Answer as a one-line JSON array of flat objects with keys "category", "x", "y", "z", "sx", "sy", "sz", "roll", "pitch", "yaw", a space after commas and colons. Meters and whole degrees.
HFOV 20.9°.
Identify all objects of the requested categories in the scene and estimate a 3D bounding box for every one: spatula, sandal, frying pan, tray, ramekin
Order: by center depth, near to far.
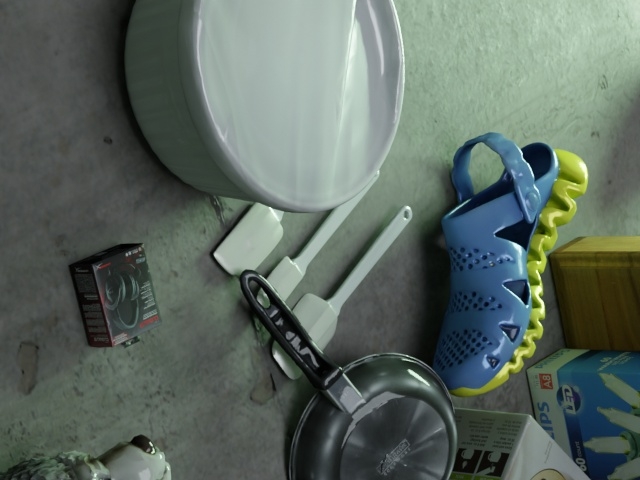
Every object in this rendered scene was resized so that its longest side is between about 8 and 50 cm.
[{"category": "ramekin", "x": -0.055, "y": -0.157, "z": 1.552, "sx": 0.273, "sy": 0.127, "sz": 0.273, "roll": 2, "pitch": 88, "yaw": -47}, {"category": "frying pan", "x": 0.047, "y": 0.149, "z": 1.677, "sx": 0.197, "sy": 0.053, "sz": 0.326, "roll": -23, "pitch": 114, "yaw": -27}, {"category": "spatula", "x": 0.000, "y": 0.000, "z": 1.694, "sx": 0.242, "sy": 0.019, "sz": 0.168, "roll": -51, "pitch": 119, "yaw": -36}, {"category": "sandal", "x": 0.171, "y": 0.014, "z": 1.815, "sx": 0.138, "sy": 0.126, "sz": 0.317, "roll": 36, "pitch": 57, "yaw": -31}, {"category": "tray", "x": 0.398, "y": 0.200, "z": 1.985, "sx": 0.076, "sy": 0.203, "sz": 0.411, "roll": -25, "pitch": 107, "yaw": -45}]

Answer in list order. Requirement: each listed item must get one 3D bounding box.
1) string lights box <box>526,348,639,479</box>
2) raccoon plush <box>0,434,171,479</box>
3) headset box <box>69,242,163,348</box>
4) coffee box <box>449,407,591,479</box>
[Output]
[{"category": "string lights box", "x": 0.363, "y": 0.194, "z": 1.905, "sx": 0.077, "sy": 0.260, "sz": 0.133, "roll": -24, "pitch": 106, "yaw": -46}, {"category": "raccoon plush", "x": -0.188, "y": 0.376, "z": 1.357, "sx": 0.299, "sy": 0.216, "sz": 0.446, "roll": 24, "pitch": 72, "yaw": -37}, {"category": "headset box", "x": -0.174, "y": 0.051, "z": 1.489, "sx": 0.062, "sy": 0.032, "sz": 0.083, "roll": -24, "pitch": 105, "yaw": -45}, {"category": "coffee box", "x": 0.159, "y": 0.343, "z": 1.784, "sx": 0.168, "sy": 0.119, "sz": 0.297, "roll": 47, "pitch": 57, "yaw": -37}]
